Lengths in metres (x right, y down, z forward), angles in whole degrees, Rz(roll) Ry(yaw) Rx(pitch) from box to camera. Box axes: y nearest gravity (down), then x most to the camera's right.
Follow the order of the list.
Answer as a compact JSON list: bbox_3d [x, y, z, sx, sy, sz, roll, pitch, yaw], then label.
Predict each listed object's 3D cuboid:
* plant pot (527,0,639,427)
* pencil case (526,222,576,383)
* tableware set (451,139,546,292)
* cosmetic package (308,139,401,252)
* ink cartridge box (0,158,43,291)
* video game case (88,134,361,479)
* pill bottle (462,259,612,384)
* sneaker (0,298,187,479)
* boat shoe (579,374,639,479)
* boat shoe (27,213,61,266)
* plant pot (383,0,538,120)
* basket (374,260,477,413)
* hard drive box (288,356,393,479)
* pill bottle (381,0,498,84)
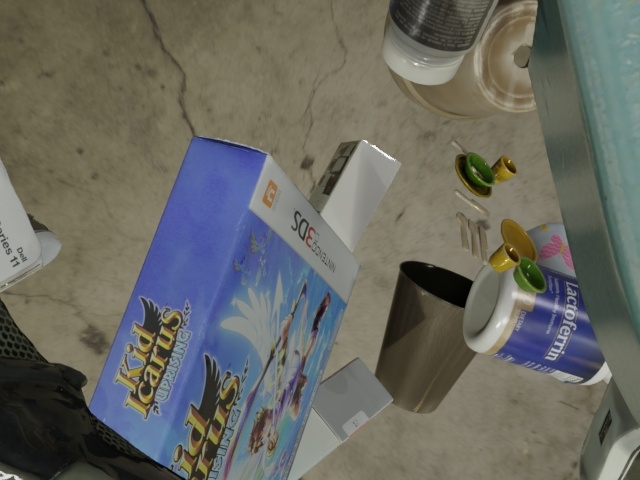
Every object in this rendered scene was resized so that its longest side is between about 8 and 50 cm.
[{"bbox_3d":[0.231,0.004,0.429,0.247,0.248,0.252,-8,85,10],"label":"plant pot"},{"bbox_3d":[0.413,0.101,1.717,0.124,0.113,0.273,3,52,-21],"label":"pencil case"},{"bbox_3d":[0.163,-0.025,0.908,0.104,0.154,0.024,33,127,-26],"label":"tableware set"},{"bbox_3d":[0.000,0.000,1.177,0.060,0.099,0.239,30,86,-11],"label":"cosmetic package"},{"bbox_3d":[-0.315,-0.026,0.744,0.087,0.208,0.153,-36,112,-42],"label":"ink cartridge box"},{"bbox_3d":[-0.065,0.098,0.716,0.061,0.244,0.269,14,77,21],"label":"video game case"},{"bbox_3d":[0.360,0.127,1.522,0.264,0.153,0.153,18,85,-11],"label":"pill bottle"},{"bbox_3d":[-0.126,0.035,0.364,0.227,0.087,0.130,31,54,-24],"label":"sneaker"},{"bbox_3d":[0.288,0.154,0.887,0.070,0.219,0.078,5,51,-2],"label":"boat shoe"},{"bbox_3d":[-0.395,-0.002,1.204,0.076,0.228,0.080,47,109,11],"label":"boat shoe"},{"bbox_3d":[0.304,-0.349,1.815,0.323,0.280,0.323,-5,111,-13],"label":"plant pot"},{"bbox_3d":[0.194,0.180,1.810,0.204,0.154,0.227,23,111,4],"label":"basket"},{"bbox_3d":[-0.027,0.299,1.546,0.089,0.181,0.232,50,121,9],"label":"hard drive box"},{"bbox_3d":[0.097,-0.189,0.774,0.078,0.137,0.078,10,49,-11],"label":"pill bottle"}]
